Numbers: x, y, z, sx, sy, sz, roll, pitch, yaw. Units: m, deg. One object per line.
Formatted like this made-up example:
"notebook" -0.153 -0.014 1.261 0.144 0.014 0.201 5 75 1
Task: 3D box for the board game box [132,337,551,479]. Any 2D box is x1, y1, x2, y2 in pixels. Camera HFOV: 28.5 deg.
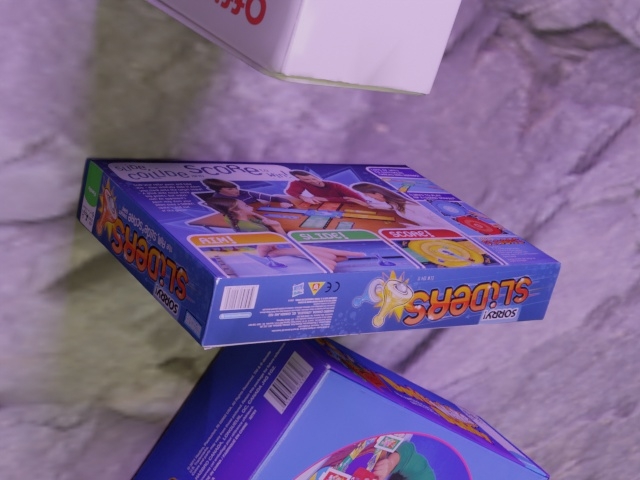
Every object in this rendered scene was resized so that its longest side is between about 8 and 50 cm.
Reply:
"board game box" -0.041 0.234 0.770 0.233 0.078 0.347 32 95 -43

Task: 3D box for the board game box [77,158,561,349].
"board game box" 0.000 0.000 0.625 0.201 0.136 0.035 -1 115 -35

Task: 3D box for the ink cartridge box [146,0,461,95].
"ink cartridge box" 0.003 -0.179 0.514 0.086 0.148 0.203 2 115 -39
